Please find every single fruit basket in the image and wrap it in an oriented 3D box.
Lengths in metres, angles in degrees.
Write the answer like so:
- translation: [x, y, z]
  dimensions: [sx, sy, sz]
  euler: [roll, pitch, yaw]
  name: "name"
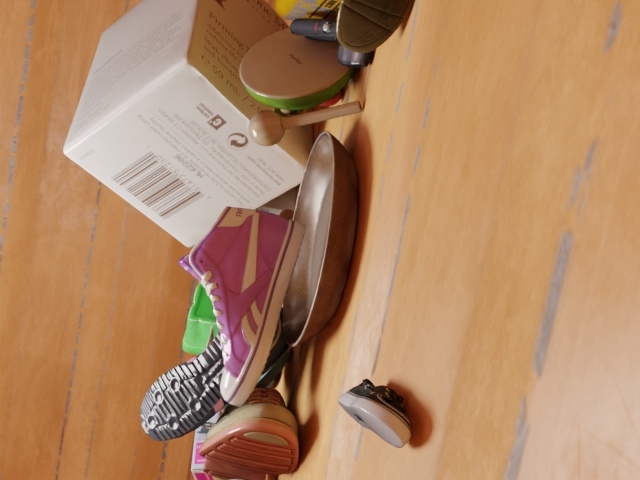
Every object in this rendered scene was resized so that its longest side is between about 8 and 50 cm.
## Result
- translation: [-0.190, 0.189, 1.801]
  dimensions: [0.353, 0.165, 0.327]
  euler: [78, -162, -53]
  name: "fruit basket"

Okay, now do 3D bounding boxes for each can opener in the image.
- translation: [0.012, -0.302, 1.156]
  dimensions: [0.186, 0.059, 0.073]
  euler: [30, 99, 47]
  name: "can opener"

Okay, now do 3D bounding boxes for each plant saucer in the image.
- translation: [-0.086, 0.218, 1.372]
  dimensions: [0.119, 0.021, 0.119]
  euler: [-48, 8, 9]
  name: "plant saucer"
- translation: [0.000, 0.000, 1.142]
  dimensions: [0.310, 0.050, 0.311]
  euler: [-171, 90, -80]
  name: "plant saucer"

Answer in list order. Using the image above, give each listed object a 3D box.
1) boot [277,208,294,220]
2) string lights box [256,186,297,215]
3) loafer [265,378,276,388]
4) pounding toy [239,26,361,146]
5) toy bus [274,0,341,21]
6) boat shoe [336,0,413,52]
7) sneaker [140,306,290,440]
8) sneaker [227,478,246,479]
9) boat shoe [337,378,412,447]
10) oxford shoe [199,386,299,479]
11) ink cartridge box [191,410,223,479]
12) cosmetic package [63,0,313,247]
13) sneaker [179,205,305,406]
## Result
- translation: [-0.089, 0.050, 1.520]
  dimensions: [0.152, 0.072, 0.197]
  euler: [126, 163, -65]
  name: "boot"
- translation: [-0.110, -0.090, 1.726]
  dimensions: [0.260, 0.076, 0.133]
  euler: [130, 148, -70]
  name: "string lights box"
- translation: [-0.130, 0.256, 1.559]
  dimensions: [0.084, 0.096, 0.267]
  euler: [-64, 9, -27]
  name: "loafer"
- translation: [-0.023, -0.222, 1.228]
  dimensions: [0.110, 0.182, 0.237]
  euler: [73, -171, -47]
  name: "pounding toy"
- translation: [0.009, -0.392, 1.203]
  dimensions: [0.332, 0.130, 0.108]
  euler: [-150, 70, -79]
  name: "toy bus"
- translation: [0.081, -0.328, 0.933]
  dimensions: [0.073, 0.080, 0.224]
  euler: [-85, 15, -50]
  name: "boat shoe"
- translation: [-0.156, 0.223, 1.308]
  dimensions: [0.319, 0.131, 0.112]
  euler: [-39, 68, 18]
  name: "sneaker"
- translation: [-0.146, 0.561, 1.105]
  dimensions: [0.257, 0.169, 0.448]
  euler: [123, 156, -70]
  name: "sneaker"
- translation: [0.054, 0.153, 0.736]
  dimensions: [0.040, 0.049, 0.142]
  euler: [-44, 10, -13]
  name: "boat shoe"
- translation: [-0.111, 0.290, 1.255]
  dimensions: [0.397, 0.140, 0.147]
  euler: [128, 158, -63]
  name: "oxford shoe"
- translation: [-0.250, 0.452, 1.904]
  dimensions: [0.186, 0.065, 0.311]
  euler: [81, -172, -45]
  name: "ink cartridge box"
- translation: [-0.235, -0.275, 1.547]
  dimensions: [0.327, 0.329, 0.394]
  euler: [-29, 40, 27]
  name: "cosmetic package"
- translation: [-0.136, 0.089, 1.148]
  dimensions: [0.102, 0.161, 0.282]
  euler: [-162, 87, -81]
  name: "sneaker"
